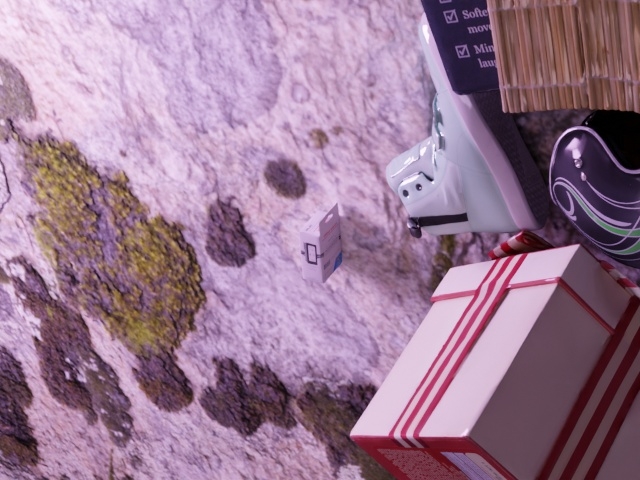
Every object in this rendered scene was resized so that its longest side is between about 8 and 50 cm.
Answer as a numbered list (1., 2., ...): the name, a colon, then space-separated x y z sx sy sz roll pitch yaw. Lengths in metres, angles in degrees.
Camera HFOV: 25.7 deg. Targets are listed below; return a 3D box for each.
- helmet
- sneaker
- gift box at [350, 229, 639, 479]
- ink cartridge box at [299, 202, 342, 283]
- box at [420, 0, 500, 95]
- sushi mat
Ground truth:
1. helmet: 0.305 -0.054 1.260 0.161 0.169 0.169 31 136 32
2. sneaker: 0.112 -0.106 1.386 0.151 0.094 0.256 -10 119 31
3. gift box: 0.234 0.159 1.370 0.255 0.258 0.276 44 155 -21
4. ink cartridge box: 0.000 0.000 1.577 0.028 0.048 0.083 14 128 24
5. box: 0.205 -0.342 1.069 0.293 0.212 0.395 -3 122 35
6. sushi mat: 0.181 -0.231 1.007 0.151 0.019 0.317 7 125 31
